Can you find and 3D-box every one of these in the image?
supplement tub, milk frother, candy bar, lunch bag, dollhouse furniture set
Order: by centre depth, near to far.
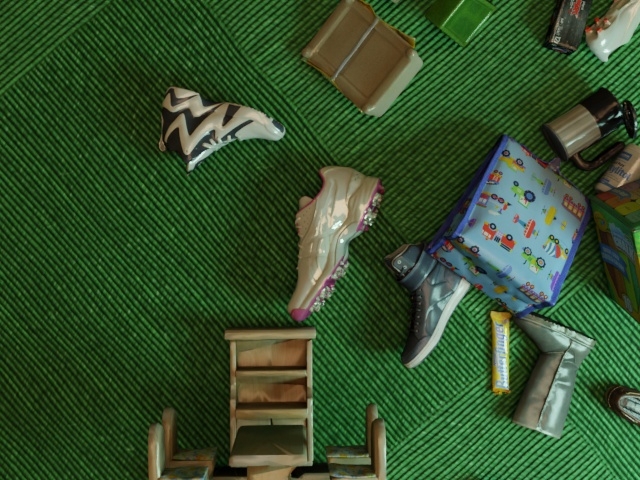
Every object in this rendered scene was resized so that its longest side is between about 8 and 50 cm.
[{"bbox_3d":[-0.086,0.294,1.630,0.362,0.394,0.256,-1,91,-1],"label":"dollhouse furniture set"},{"bbox_3d":[0.371,-0.045,1.752,0.221,0.138,0.293,36,68,-5],"label":"lunch bag"},{"bbox_3d":[0.502,-0.207,1.754,0.135,0.143,0.129,-33,74,0],"label":"milk frother"},{"bbox_3d":[0.142,-0.391,1.788,0.197,0.151,0.301,46,108,18],"label":"dollhouse furniture set"},{"bbox_3d":[0.576,-0.122,1.799,0.071,0.071,0.107,36,90,-2],"label":"supplement tub"},{"bbox_3d":[0.346,0.216,1.827,0.040,0.018,0.161,0,90,-1],"label":"candy bar"}]

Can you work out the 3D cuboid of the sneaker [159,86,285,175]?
[{"bbox_3d":[-0.193,-0.183,1.769,0.235,0.094,0.153,16,92,-1],"label":"sneaker"}]

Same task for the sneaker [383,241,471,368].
[{"bbox_3d":[0.168,0.110,1.779,0.163,0.086,0.226,31,82,-11],"label":"sneaker"}]

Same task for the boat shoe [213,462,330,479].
[{"bbox_3d":[-0.095,0.478,1.774,0.307,0.111,0.104,1,90,-1],"label":"boat shoe"}]

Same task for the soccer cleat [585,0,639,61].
[{"bbox_3d":[0.578,-0.422,1.802,0.196,0.068,0.076,-44,123,-8],"label":"soccer cleat"}]

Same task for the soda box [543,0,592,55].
[{"bbox_3d":[0.477,-0.441,1.798,0.060,0.053,0.169,17,91,-2],"label":"soda box"}]

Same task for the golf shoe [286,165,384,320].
[{"bbox_3d":[0.000,0.000,1.779,0.140,0.115,0.306,28,84,9],"label":"golf shoe"}]

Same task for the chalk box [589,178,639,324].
[{"bbox_3d":[0.611,-0.011,1.705,0.179,0.180,0.289,-20,112,-1],"label":"chalk box"}]

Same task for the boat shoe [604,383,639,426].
[{"bbox_3d":[0.643,0.337,1.809,0.207,0.073,0.073,20,90,-3],"label":"boat shoe"}]

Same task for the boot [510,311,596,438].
[{"bbox_3d":[0.410,0.251,1.809,0.190,0.076,0.208,25,97,0],"label":"boot"}]
